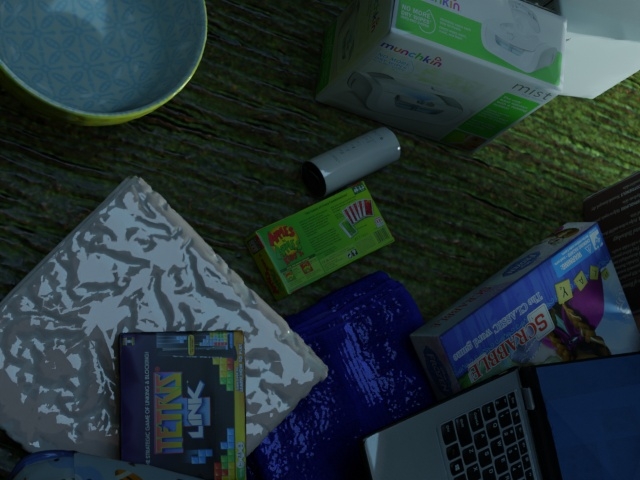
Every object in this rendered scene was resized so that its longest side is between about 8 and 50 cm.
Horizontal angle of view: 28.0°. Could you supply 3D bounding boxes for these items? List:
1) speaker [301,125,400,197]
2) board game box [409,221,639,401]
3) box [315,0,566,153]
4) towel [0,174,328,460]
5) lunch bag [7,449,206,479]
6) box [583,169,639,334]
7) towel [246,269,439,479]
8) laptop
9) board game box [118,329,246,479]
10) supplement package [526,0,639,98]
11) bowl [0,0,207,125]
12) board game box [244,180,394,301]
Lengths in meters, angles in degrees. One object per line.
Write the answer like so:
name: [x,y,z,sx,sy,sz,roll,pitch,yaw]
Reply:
speaker: [0.041,-0.107,1.737,0.136,0.055,0.055,-27,87,-30]
board game box: [0.304,0.186,1.715,0.319,0.066,0.318,-33,107,-30]
box: [0.162,-0.248,1.741,0.262,0.231,0.126,17,67,-21]
towel: [-0.210,0.146,1.486,0.332,0.053,0.317,45,80,-5]
lunch bag: [-0.228,0.359,1.378,0.303,0.115,0.243,16,111,-19]
box: [0.499,0.020,1.853,0.168,0.167,0.203,7,71,-24]
towel: [0.020,0.187,1.620,0.308,0.076,0.227,-25,85,-30]
laptop: [0.308,0.355,1.534,0.408,0.236,0.382,-19,99,-32]
board game box: [-0.155,0.187,1.442,0.141,0.048,0.170,-1,86,-12]
supplement package: [0.364,-0.374,1.897,0.199,0.198,0.262,3,72,-26]
bowl: [-0.297,-0.258,1.564,0.289,0.156,0.289,8,71,-23]
board game box: [0.000,0.000,1.689,0.181,0.043,0.092,-26,86,-30]
